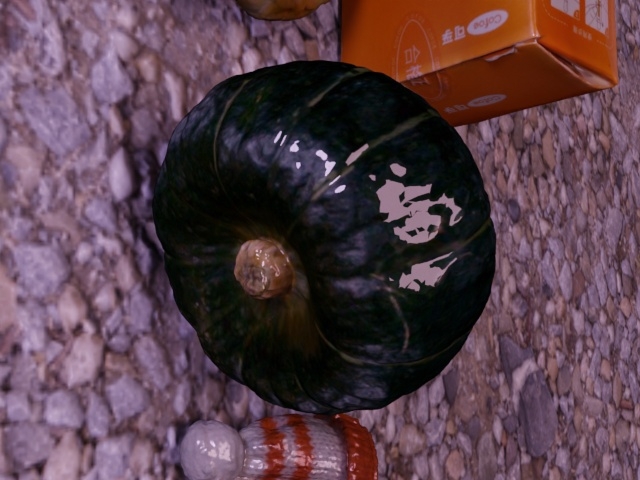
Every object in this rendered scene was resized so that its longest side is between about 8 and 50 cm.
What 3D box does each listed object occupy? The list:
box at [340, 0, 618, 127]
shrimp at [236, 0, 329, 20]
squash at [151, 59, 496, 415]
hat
[{"bbox_3d":[0.143,-0.289,0.792,0.143,0.225,0.341,9,78,-43],"label":"box"},{"bbox_3d":[-0.033,-0.399,0.702,0.272,0.085,0.445,41,55,-51],"label":"shrimp"},{"bbox_3d":[0.000,0.000,0.587,0.165,0.252,0.252,-27,105,-38],"label":"squash"},{"bbox_3d":[-0.038,0.176,0.660,0.162,0.093,0.112,17,62,-25],"label":"hat"}]
